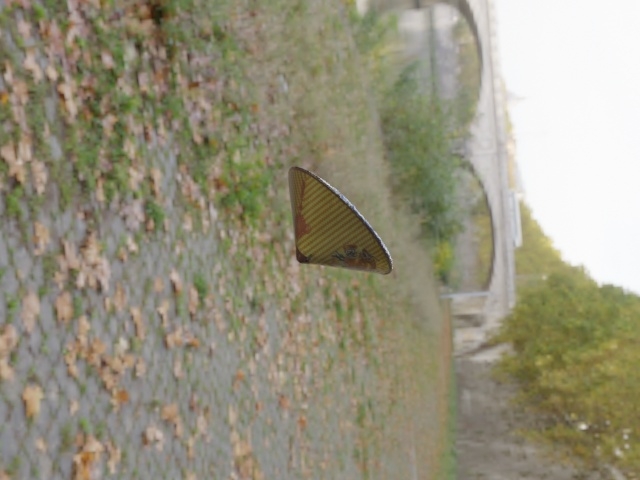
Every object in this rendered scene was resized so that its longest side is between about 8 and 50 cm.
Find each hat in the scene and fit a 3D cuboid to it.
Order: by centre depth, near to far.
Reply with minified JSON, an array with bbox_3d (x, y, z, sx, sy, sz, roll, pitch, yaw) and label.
[{"bbox_3d":[0.000,0.000,1.215,0.193,0.082,0.193,42,-12,11],"label":"hat"}]
